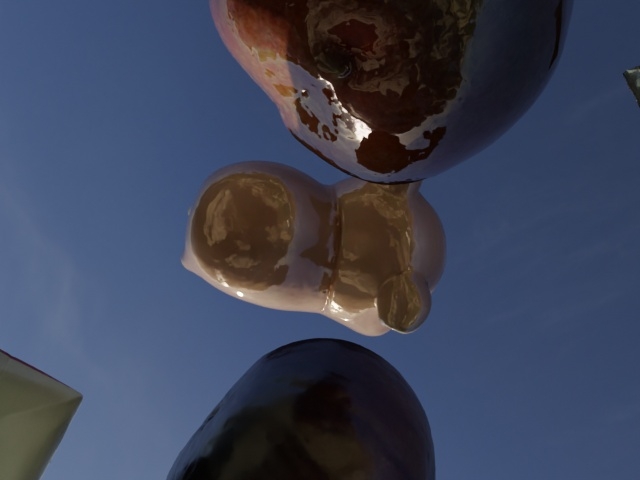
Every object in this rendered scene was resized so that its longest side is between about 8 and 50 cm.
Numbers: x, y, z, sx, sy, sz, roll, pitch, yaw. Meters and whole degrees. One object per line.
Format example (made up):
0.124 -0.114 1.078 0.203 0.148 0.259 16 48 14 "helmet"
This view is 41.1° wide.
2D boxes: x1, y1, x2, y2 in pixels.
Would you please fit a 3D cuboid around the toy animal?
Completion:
0.000 0.000 1.047 0.269 0.326 0.237 -10 -108 42 "toy animal"

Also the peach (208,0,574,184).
0.047 -0.165 0.568 0.252 0.252 0.252 5 -82 36 "peach"

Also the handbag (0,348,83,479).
-0.346 0.188 0.752 0.298 0.151 0.171 -25 -145 54 "handbag"

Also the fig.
-0.012 0.193 0.661 0.235 0.235 0.214 -27 -91 35 "fig"

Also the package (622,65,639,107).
0.277 -0.142 0.632 0.110 0.015 0.037 -36 -118 32 "package"
